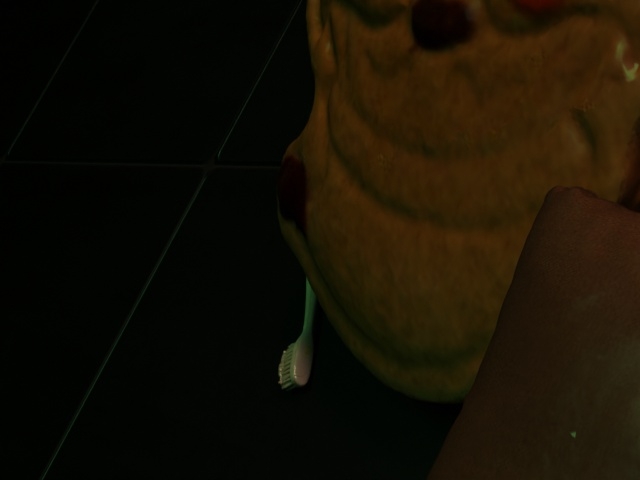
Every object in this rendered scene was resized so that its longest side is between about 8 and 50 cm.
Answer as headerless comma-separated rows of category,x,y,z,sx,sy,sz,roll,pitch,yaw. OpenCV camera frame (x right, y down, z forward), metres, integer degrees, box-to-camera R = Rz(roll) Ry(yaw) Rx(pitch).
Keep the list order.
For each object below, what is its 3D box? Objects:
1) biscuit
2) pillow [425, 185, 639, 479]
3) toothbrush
biscuit,0.093,-0.127,0.761,0.349,0.078,0.456,25,109,51
pillow,0.160,0.145,0.531,0.307,0.108,0.306,19,83,46
toothbrush,0.000,0.000,0.997,0.024,0.018,0.257,-29,40,44
